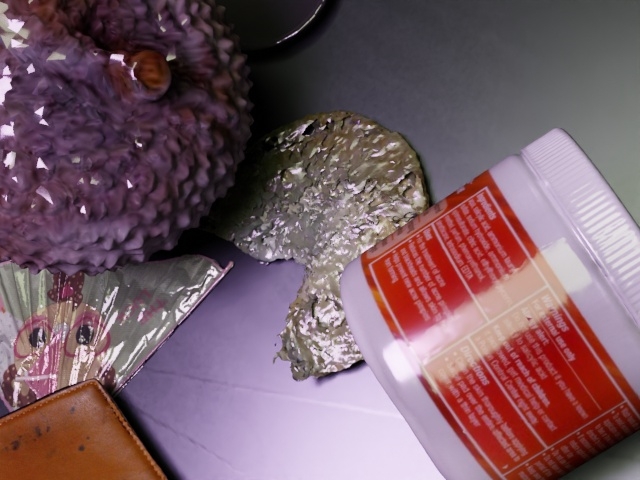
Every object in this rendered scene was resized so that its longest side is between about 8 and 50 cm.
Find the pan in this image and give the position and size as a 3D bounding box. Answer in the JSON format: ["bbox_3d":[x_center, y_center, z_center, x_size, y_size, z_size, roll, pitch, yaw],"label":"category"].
[{"bbox_3d":[-0.086,-0.255,1.081,0.235,0.028,0.136,34,89,22],"label":"pan"}]

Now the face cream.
[{"bbox_3d":[0.139,0.055,0.815,0.187,0.201,0.201,-34,66,10],"label":"face cream"}]

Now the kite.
[{"bbox_3d":[-0.229,0.064,1.062,0.323,0.013,0.267,0,76,21],"label":"kite"}]

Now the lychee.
[{"bbox_3d":[-0.203,-0.106,0.955,0.300,0.300,0.300,-6,74,20],"label":"lychee"}]

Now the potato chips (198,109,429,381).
[{"bbox_3d":[-0.001,-0.001,0.981,0.202,0.029,0.220,-24,67,11],"label":"potato chips"}]

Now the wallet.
[{"bbox_3d":[-0.221,0.205,0.940,0.161,0.195,0.042,48,141,22],"label":"wallet"}]
